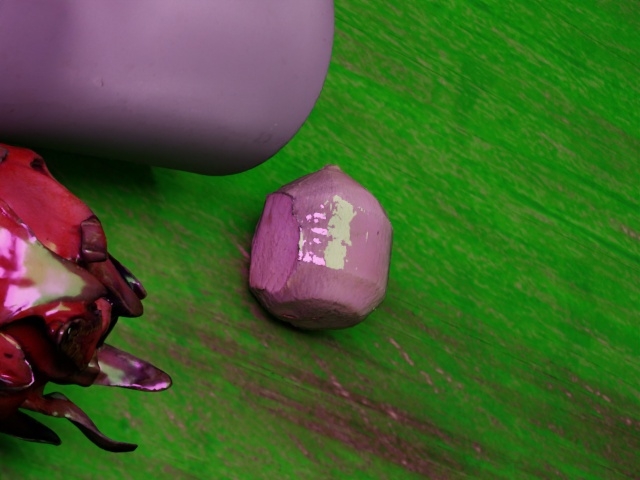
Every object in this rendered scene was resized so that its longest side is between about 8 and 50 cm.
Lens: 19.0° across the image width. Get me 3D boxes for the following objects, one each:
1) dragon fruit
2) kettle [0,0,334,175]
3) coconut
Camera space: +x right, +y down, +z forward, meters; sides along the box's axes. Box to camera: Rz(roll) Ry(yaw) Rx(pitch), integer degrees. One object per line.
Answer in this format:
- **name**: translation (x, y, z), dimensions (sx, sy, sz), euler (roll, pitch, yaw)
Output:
- **dragon fruit**: translation (-0.211, 0.031, 1.151), dimensions (0.274, 0.192, 0.193), euler (13, 52, -23)
- **kettle**: translation (-0.141, -0.162, 1.243), dimensions (0.318, 0.265, 0.205), euler (7, 79, -50)
- **coconut**: translation (0.000, 0.000, 1.433), dimensions (0.110, 0.110, 0.124), euler (20, 62, -34)
